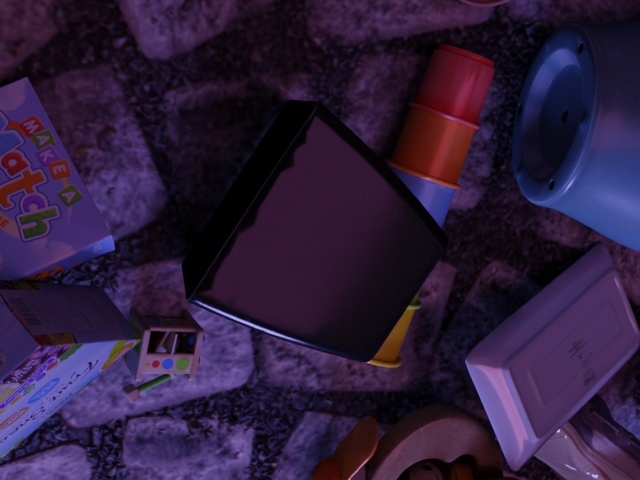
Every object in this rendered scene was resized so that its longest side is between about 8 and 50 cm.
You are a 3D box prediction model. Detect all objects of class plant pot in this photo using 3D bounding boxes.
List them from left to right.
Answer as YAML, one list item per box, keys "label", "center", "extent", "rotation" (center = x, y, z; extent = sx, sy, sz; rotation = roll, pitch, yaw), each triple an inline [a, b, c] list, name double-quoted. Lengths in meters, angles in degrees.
- label: "plant pot"
  center: [0.000, 0.000, 0.886]
  extent: [0.167, 0.188, 0.187]
  rotation: [33, 92, -11]
- label: "plant pot"
  center: [0.343, -0.106, 1.016]
  extent: [0.255, 0.271, 0.271]
  rotation: [8, 105, -12]

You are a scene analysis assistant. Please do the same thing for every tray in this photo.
- label: "tray"
  center: [0.273, 0.122, 1.114]
  extent: [0.270, 0.030, 0.145]
  rotation: [-33, 106, -35]

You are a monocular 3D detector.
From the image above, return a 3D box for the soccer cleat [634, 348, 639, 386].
- label: "soccer cleat"
  center: [0.501, 0.109, 1.216]
  extent: [0.289, 0.121, 0.093]
  rotation: [-37, 136, -24]

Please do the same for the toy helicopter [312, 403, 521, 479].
- label: "toy helicopter"
  center: [0.048, 0.323, 1.090]
  extent: [0.235, 0.140, 0.355]
  rotation: [40, 91, -30]

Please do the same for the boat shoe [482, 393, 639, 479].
- label: "boat shoe"
  center: [0.299, 0.219, 1.200]
  extent: [0.285, 0.103, 0.092]
  rotation: [40, 64, -21]

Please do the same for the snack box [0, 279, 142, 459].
- label: "snack box"
  center: [-0.258, 0.112, 0.807]
  extent: [0.174, 0.207, 0.070]
  rotation: [-40, 82, 6]

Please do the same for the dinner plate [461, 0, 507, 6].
- label: "dinner plate"
  center: [0.163, -0.299, 0.983]
  extent: [0.141, 0.017, 0.141]
  rotation: [-9, 112, -22]

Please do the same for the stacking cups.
- label: "stacking cups"
  center: [0.097, -0.033, 1.006]
  extent: [0.096, 0.096, 0.316]
  rotation: [18, 98, -30]

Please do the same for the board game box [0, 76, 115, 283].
- label: "board game box"
  center: [-0.294, -0.019, 0.795]
  extent: [0.211, 0.039, 0.160]
  rotation: [-27, 75, -16]

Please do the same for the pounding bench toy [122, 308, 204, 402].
- label: "pounding bench toy"
  center: [-0.150, 0.113, 0.960]
  extent: [0.065, 0.052, 0.083]
  rotation: [5, 106, -28]
